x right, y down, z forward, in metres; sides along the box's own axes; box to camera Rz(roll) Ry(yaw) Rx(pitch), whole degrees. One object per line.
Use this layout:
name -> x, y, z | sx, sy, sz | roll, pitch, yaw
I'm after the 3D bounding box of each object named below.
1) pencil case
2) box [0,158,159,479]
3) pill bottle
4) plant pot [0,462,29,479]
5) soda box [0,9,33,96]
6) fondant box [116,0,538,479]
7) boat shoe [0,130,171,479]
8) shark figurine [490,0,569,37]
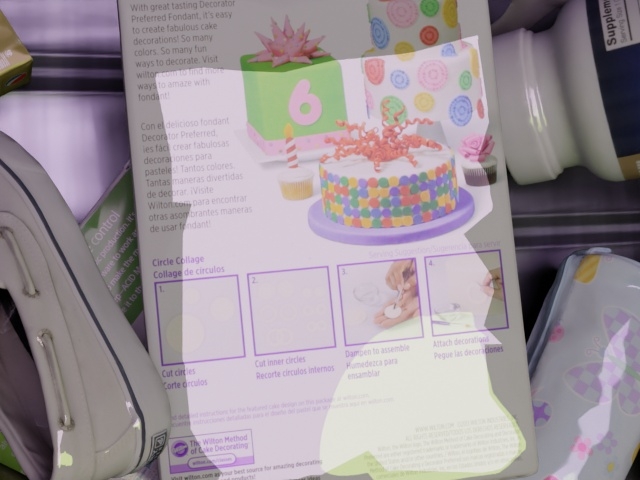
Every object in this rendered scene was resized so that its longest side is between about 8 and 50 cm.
pencil case -> 0.193, 0.142, 0.719 | 0.124, 0.113, 0.273 | 32, 76, 5
box -> -0.079, 0.124, 0.660 | 0.322, 0.058, 0.232 | 39, 75, -13
pill bottle -> 0.269, -0.130, 0.685 | 0.264, 0.153, 0.153 | -12, 89, 24
plant pot -> -0.205, 0.277, 0.473 | 0.353, 0.366, 0.366 | 41, 74, 1
soda box -> -0.272, -0.180, 0.616 | 0.058, 0.061, 0.181 | -33, 96, -18
fondant box -> 0.000, 0.000, 0.597 | 0.238, 0.096, 0.331 | -5, 88, -8
boat shoe -> -0.195, 0.033, 0.539 | 0.088, 0.096, 0.268 | -11, 62, -52
shark figurine -> 0.276, -0.230, 0.790 | 0.166, 0.116, 0.278 | 38, 63, 23
